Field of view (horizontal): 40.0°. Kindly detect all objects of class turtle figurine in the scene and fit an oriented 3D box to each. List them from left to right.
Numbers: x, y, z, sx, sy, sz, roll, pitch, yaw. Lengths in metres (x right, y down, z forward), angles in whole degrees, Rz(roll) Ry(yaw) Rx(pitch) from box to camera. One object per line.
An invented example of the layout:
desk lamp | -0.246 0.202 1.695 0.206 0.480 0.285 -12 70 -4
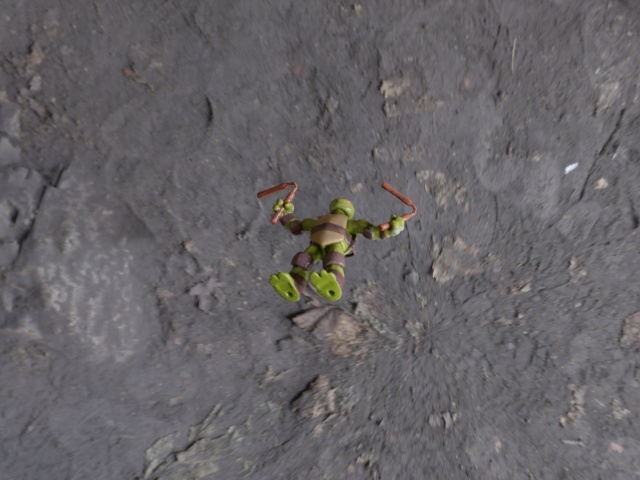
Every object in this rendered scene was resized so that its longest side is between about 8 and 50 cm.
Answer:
turtle figurine | 0.000 0.000 1.354 0.269 0.087 0.217 8 44 19
